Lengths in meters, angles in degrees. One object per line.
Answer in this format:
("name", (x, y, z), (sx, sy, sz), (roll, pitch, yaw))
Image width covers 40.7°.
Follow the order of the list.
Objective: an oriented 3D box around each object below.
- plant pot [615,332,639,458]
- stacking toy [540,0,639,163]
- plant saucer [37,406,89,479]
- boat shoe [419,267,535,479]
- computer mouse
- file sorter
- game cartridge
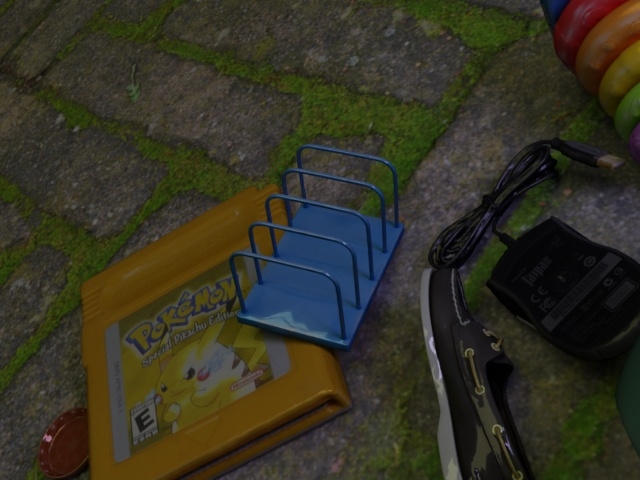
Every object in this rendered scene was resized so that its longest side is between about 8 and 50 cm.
("plant pot", (0.319, 0.099, 0.491), (0.235, 0.293, 0.293), (-38, 43, 20))
("stacking toy", (0.322, -0.126, 0.774), (0.165, 0.175, 0.302), (-22, 61, 18))
("plant saucer", (-0.277, 0.226, 0.958), (0.083, 0.013, 0.084), (-18, 49, 21))
("boat shoe", (0.132, 0.119, 0.734), (0.068, 0.081, 0.228), (-17, 55, 18))
("computer mouse", (0.230, 0.005, 0.775), (0.184, 0.060, 0.262), (-48, 33, -3))
("file sorter", (0.000, 0.000, 0.848), (0.118, 0.105, 0.170), (13, 48, 18))
("game cartridge", (-0.134, 0.105, 0.935), (0.285, 0.053, 0.324), (-29, 46, 10))
